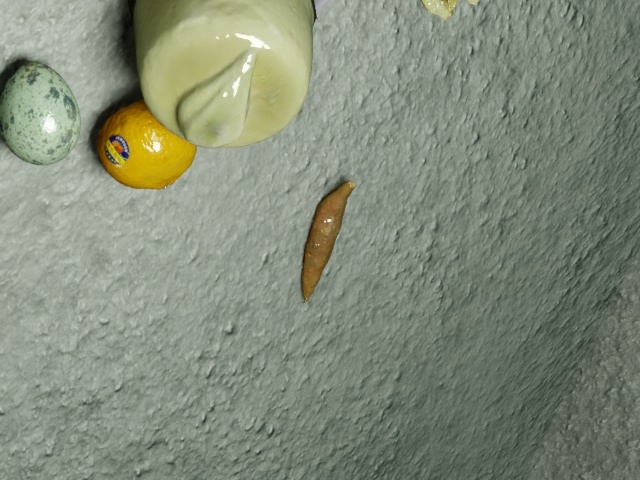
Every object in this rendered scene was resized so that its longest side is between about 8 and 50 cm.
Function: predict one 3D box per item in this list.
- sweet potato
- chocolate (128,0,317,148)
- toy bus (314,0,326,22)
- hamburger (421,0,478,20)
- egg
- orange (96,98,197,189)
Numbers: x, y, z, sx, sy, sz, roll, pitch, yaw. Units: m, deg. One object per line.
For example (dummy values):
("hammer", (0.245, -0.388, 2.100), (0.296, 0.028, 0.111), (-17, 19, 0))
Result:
("sweet potato", (0.000, 0.000, 2.408), (0.072, 0.066, 0.314), (3, 119, -34))
("chocolate", (-0.156, -0.318, 1.818), (0.314, 0.297, 0.326), (-8, 127, 1))
("toy bus", (-0.019, -0.500, 2.023), (0.317, 0.112, 0.138), (-50, 148, 1))
("hamburger", (0.216, -0.577, 2.125), (0.144, 0.156, 0.283), (-23, 133, 12))
("egg", (-0.463, -0.208, 1.826), (0.132, 0.132, 0.172), (-14, 114, -33))
("orange", (-0.305, -0.169, 1.956), (0.177, 0.155, 0.177), (-37, 172, -6))
